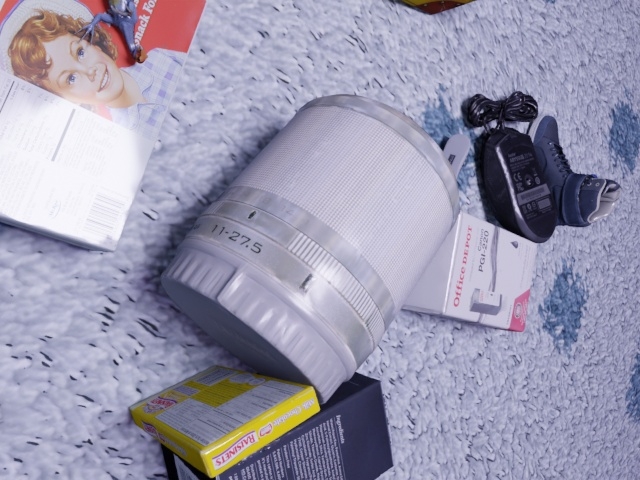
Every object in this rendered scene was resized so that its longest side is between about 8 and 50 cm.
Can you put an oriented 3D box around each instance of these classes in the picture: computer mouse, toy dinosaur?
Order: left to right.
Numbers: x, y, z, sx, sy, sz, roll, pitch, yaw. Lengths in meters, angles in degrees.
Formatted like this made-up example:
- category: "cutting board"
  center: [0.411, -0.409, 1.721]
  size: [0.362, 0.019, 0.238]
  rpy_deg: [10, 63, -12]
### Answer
- category: "toy dinosaur"
  center: [-0.158, -0.192, 0.407]
  size: [0.090, 0.047, 0.082]
  rpy_deg: [-55, 139, -34]
- category: "computer mouse"
  center: [0.338, -0.123, 0.879]
  size: [0.189, 0.072, 0.271]
  rpy_deg: [-13, 87, -34]

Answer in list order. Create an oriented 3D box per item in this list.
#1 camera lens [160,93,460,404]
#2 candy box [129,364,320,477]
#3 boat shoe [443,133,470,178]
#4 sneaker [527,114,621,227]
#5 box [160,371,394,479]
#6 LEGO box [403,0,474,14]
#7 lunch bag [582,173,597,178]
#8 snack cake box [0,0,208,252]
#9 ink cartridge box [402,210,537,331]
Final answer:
- category: "camera lens"
  center: [0.000, 0.000, 0.527]
  size: [0.219, 0.220, 0.274]
  rpy_deg: [50, 64, -27]
- category: "candy box"
  center: [-0.100, 0.158, 0.465]
  size: [0.105, 0.206, 0.027]
  rpy_deg: [-23, 97, -34]
- category: "boat shoe"
  center: [0.197, -0.104, 0.783]
  size: [0.142, 0.049, 0.040]
  rpy_deg: [-56, 159, -16]
- category: "sneaker"
  center: [0.463, -0.131, 0.910]
  size: [0.086, 0.164, 0.225]
  rpy_deg: [9, 85, -35]
- category: "box"
  center: [-0.046, 0.221, 0.541]
  size: [0.207, 0.153, 0.108]
  rpy_deg: [-15, 101, -35]
- category: "LEGO box"
  center: [0.065, -0.520, 0.535]
  size: [0.501, 0.193, 0.371]
  rpy_deg: [-6, 96, -45]
- category: "lunch bag"
  center: [0.547, -0.087, 1.033]
  size: [0.067, 0.065, 0.098]
  rpy_deg: [-25, 106, -34]
- category: "snack cake box"
  center: [-0.221, -0.136, 0.440]
  size: [0.152, 0.089, 0.264]
  rpy_deg: [24, 77, -33]
- category: "ink cartridge box"
  center: [0.241, 0.052, 0.791]
  size: [0.218, 0.092, 0.158]
  rpy_deg: [16, 82, -34]
